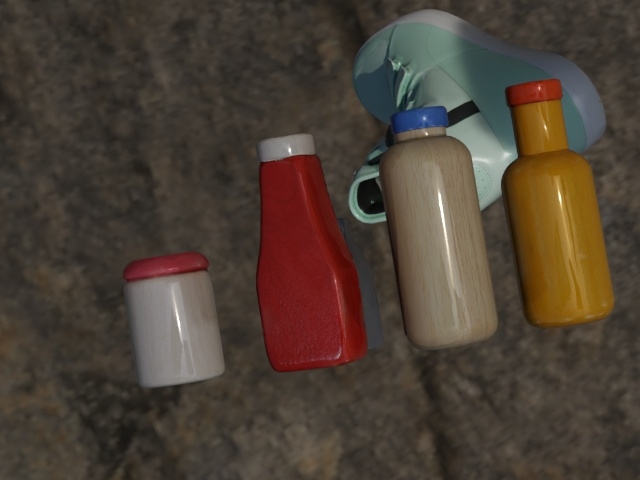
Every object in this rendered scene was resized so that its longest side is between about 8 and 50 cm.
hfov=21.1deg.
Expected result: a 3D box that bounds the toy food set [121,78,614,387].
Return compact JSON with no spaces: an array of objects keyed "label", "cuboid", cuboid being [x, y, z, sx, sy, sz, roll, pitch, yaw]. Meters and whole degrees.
[{"label":"toy food set","cuboid":[0.000,0.000,0.750,0.232,0.111,0.104,-9,89,29]}]

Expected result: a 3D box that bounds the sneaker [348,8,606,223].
[{"label":"sneaker","cuboid":[0.055,-0.079,1.156,0.256,0.151,0.094,21,138,59]}]
